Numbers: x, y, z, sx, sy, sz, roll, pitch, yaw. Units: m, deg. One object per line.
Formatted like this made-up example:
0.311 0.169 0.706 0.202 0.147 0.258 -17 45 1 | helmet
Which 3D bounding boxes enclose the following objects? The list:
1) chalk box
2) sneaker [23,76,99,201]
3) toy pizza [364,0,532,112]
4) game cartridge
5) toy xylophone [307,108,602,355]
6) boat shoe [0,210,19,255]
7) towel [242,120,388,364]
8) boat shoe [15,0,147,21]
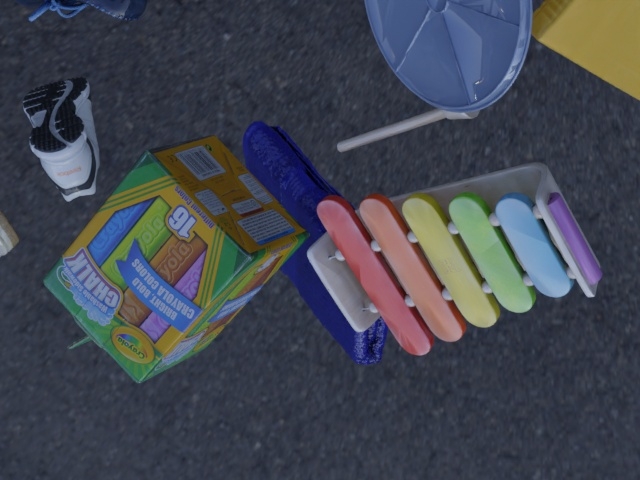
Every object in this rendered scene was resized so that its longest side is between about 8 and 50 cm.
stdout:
-0.191 0.042 1.449 0.179 0.180 0.289 45 113 8 | chalk box
-0.150 -0.061 0.706 0.040 0.109 0.043 -15 123 1 | sneaker
0.108 -0.207 1.010 0.201 0.032 0.201 31 131 43 | toy pizza
0.437 -0.322 1.424 0.285 0.052 0.323 20 119 -38 | game cartridge
0.119 -0.012 1.200 0.323 0.081 0.236 -24 109 47 | toy xylophone
-0.283 -0.008 0.828 0.170 0.059 0.063 9 138 39 | boat shoe
0.000 0.000 1.635 0.076 0.308 0.227 -25 144 -20 | towel
-0.273 -0.270 1.198 0.258 0.109 0.089 35 106 29 | boat shoe
